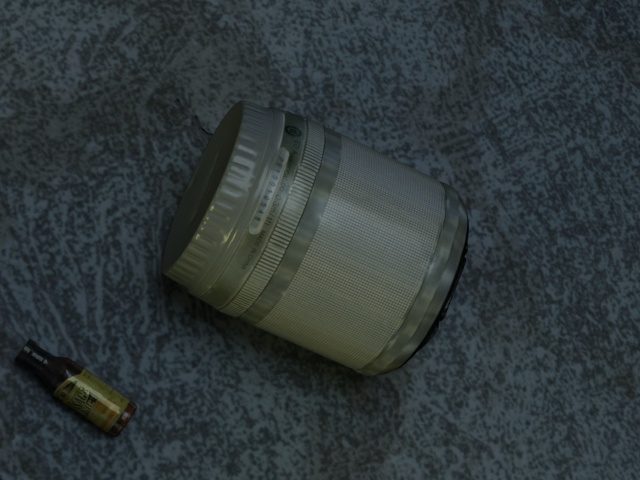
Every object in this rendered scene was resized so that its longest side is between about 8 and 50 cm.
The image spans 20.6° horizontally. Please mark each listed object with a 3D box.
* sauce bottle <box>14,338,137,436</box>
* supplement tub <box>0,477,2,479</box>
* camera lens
[{"bbox_3d":[-0.243,0.144,1.745,0.128,0.042,0.042,34,55,-5],"label":"sauce bottle"},{"bbox_3d":[-0.447,0.218,1.511,0.316,0.193,0.193,31,55,-9],"label":"supplement tub"},{"bbox_3d":[0.000,0.000,1.831,0.274,0.219,0.219,25,56,-13],"label":"camera lens"}]
